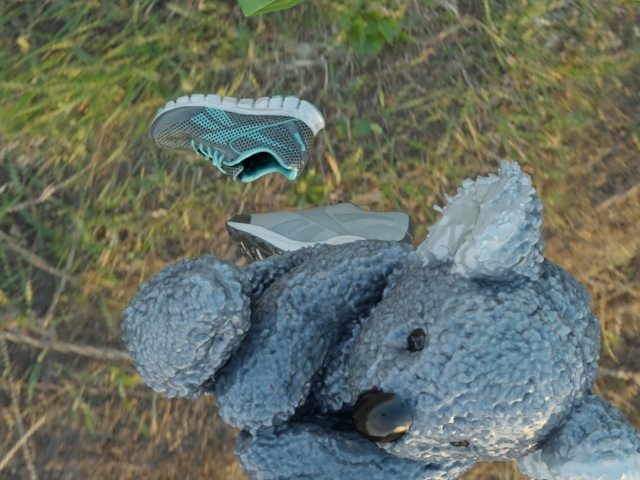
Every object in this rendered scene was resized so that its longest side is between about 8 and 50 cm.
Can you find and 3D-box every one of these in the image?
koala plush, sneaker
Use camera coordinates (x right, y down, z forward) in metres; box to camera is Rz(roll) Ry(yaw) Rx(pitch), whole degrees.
[{"bbox_3d":[0.053,0.061,0.688,0.221,0.203,0.196,-23,91,49],"label":"koala plush"},{"bbox_3d":[0.000,0.000,1.685,0.271,0.108,0.100,8,145,35],"label":"sneaker"},{"bbox_3d":[-0.082,-0.088,1.226,0.166,0.076,0.065,-1,151,21],"label":"sneaker"}]

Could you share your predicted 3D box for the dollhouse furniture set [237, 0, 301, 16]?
[{"bbox_3d":[-0.058,-0.244,1.012,0.076,0.058,0.152,-21,91,36],"label":"dollhouse furniture set"}]
